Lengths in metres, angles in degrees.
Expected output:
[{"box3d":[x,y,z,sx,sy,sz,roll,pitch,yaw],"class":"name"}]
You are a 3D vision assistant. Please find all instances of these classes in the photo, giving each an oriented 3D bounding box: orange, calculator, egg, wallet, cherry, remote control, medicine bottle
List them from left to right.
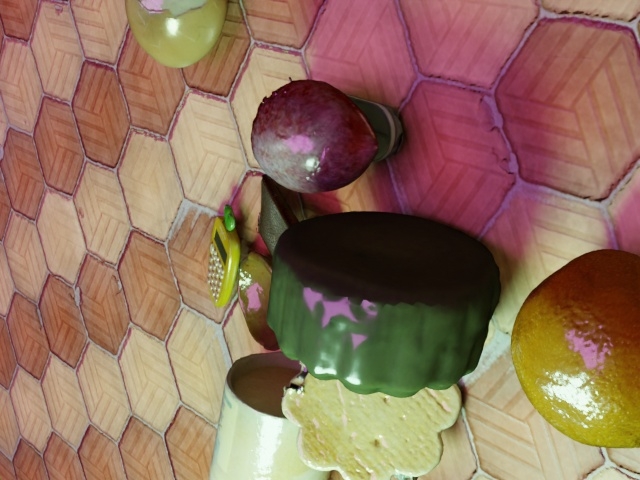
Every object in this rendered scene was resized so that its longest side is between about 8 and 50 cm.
[{"box3d":[-0.284,-0.459,1.811,0.201,0.201,0.244,41,140,33],"class":"egg"},{"box3d":[-0.205,0.034,1.935,0.146,0.032,0.234,-119,37,-49],"class":"calculator"},{"box3d":[-0.099,0.450,1.801,0.236,0.236,0.405,31,120,38],"class":"medicine bottle"},{"box3d":[-0.075,-0.021,1.741,0.243,0.039,0.132,-126,34,-58],"class":"wallet"},{"box3d":[-0.004,-0.171,1.527,0.250,0.175,0.192,16,99,38],"class":"cherry"},{"box3d":[0.047,-0.209,1.621,0.247,0.052,0.104,25,116,41],"class":"remote control"},{"box3d":[0.381,0.149,1.209,0.264,0.264,0.264,14,109,45],"class":"orange"}]

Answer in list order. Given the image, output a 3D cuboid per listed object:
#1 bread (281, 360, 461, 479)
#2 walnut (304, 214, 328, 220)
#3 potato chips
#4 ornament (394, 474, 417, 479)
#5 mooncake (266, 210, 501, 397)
[{"box3d":[0.088,0.275,1.587,0.316,0.054,0.315,-1,82,9],"class":"bread"},{"box3d":[0.000,0.000,1.703,0.079,0.082,0.096,-1,105,19],"class":"walnut"},{"box3d":[-0.099,0.121,1.846,0.208,0.062,0.195,34,125,45],"class":"potato chips"},{"box3d":[0.139,0.419,1.685,0.092,0.041,0.068,-27,85,37],"class":"ornament"},{"box3d":[0.093,0.094,1.423,0.356,0.357,0.194,26,120,41],"class":"mooncake"}]
